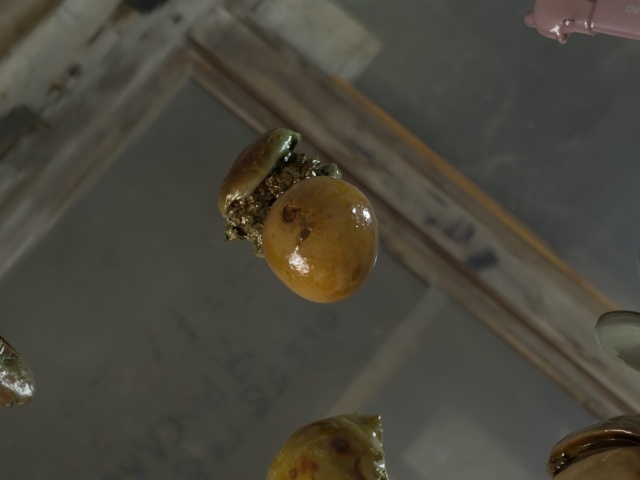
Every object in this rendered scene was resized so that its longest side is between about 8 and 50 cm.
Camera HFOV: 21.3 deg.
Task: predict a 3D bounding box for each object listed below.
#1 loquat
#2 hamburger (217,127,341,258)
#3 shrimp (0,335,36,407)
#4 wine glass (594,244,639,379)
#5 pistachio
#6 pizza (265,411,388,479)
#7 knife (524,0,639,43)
[{"bbox_3d":[0.000,0.000,1.899,0.141,0.141,0.141,-50,173,-8],"label":"loquat"},{"bbox_3d":[-0.066,-0.059,2.148,0.185,0.131,0.159,-45,-165,30],"label":"hamburger"},{"bbox_3d":[-0.372,0.107,1.830,0.041,0.180,0.099,-45,180,27],"label":"shrimp"},{"bbox_3d":[0.327,0.009,1.459,0.231,0.103,0.103,-58,177,-28],"label":"wine glass"},{"bbox_3d":[0.342,0.273,1.966,0.206,0.131,0.130,-29,-154,45],"label":"pistachio"},{"bbox_3d":[-0.019,0.260,1.815,0.188,0.204,0.081,-87,163,-44],"label":"pizza"},{"bbox_3d":[0.377,-0.218,1.659,0.038,0.398,0.132,24,84,-53],"label":"knife"}]
